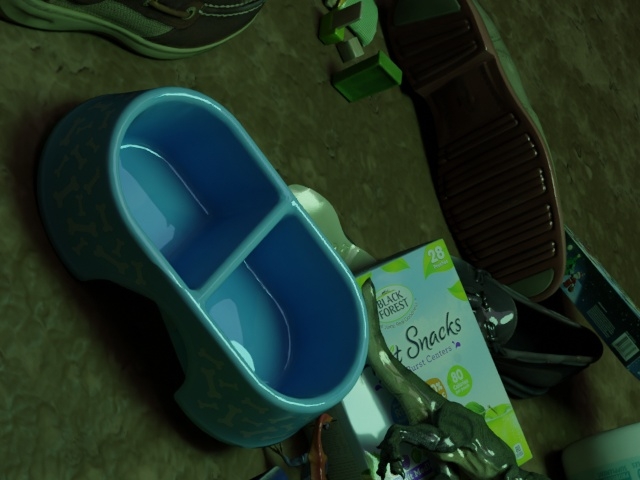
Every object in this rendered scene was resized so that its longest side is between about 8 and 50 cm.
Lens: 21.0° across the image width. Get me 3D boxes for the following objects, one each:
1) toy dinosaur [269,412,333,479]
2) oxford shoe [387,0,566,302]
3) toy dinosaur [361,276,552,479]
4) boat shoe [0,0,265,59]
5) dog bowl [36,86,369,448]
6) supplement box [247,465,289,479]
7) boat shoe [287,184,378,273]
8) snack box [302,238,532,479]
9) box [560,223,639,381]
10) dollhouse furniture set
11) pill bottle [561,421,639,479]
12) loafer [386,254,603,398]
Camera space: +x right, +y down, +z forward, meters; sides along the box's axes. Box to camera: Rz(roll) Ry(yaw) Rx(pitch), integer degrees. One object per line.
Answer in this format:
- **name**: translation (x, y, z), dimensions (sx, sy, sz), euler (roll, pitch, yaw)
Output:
- **toy dinosaur**: translation (0.000, 0.179, 1.339), dimensions (0.047, 0.090, 0.082), euler (2, 114, -47)
- **oxford shoe**: translation (0.183, -0.106, 1.767), dimensions (0.130, 0.123, 0.348), euler (-5, 77, -64)
- **toy dinosaur**: translation (0.094, 0.164, 1.363), dimensions (0.268, 0.064, 0.118), euler (46, 51, -13)
- **boat shoe**: translation (-0.122, -0.223, 1.340), dimensions (0.342, 0.123, 0.123), euler (0, 72, -58)
- **dog bowl**: translation (-0.075, 0.015, 1.259), dimensions (0.297, 0.074, 0.166), euler (53, 50, -15)
- **supplement box**: translation (-0.055, 0.348, 0.998), dimensions (0.357, 0.194, 0.195), euler (62, 30, -2)
- **boat shoe**: translation (0.000, 0.000, 1.480), dimensions (0.137, 0.043, 0.049), euler (44, 74, -33)
- **snack box**: translation (0.064, 0.124, 1.431), dimensions (0.174, 0.070, 0.207), euler (-25, 91, -40)
- **box**: translation (0.298, 0.067, 1.796), dimensions (0.159, 0.044, 0.233), euler (38, 14, -51)
- **dollhouse furniture set**: translation (0.045, -0.210, 1.666), dimensions (0.076, 0.058, 0.152), euler (42, 39, -38)
- **pill bottle**: translation (0.343, 0.316, 1.729), dimensions (0.146, 0.146, 0.264), euler (5, 67, -57)
- **loafer**: translation (0.165, 0.072, 1.645), dimensions (0.302, 0.095, 0.109), euler (27, 50, -49)
